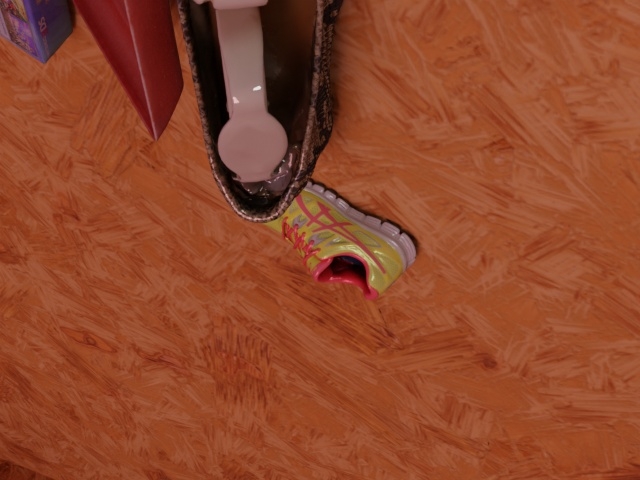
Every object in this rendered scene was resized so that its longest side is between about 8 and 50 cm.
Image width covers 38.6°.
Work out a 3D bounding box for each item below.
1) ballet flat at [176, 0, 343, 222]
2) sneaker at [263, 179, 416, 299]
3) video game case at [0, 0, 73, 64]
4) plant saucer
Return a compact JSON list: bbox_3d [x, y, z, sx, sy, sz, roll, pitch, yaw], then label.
[{"bbox_3d":[-0.054,-0.192,0.765,0.164,0.182,0.483,3,140,4],"label":"ballet flat"},{"bbox_3d":[0.000,0.000,1.047,0.208,0.094,0.081,23,147,16],"label":"sneaker"},{"bbox_3d":[-0.379,-0.329,0.926,0.244,0.061,0.269,33,158,4],"label":"video game case"},{"bbox_3d":[-0.193,-0.263,0.818,0.259,0.048,0.258,56,161,35],"label":"plant saucer"}]
